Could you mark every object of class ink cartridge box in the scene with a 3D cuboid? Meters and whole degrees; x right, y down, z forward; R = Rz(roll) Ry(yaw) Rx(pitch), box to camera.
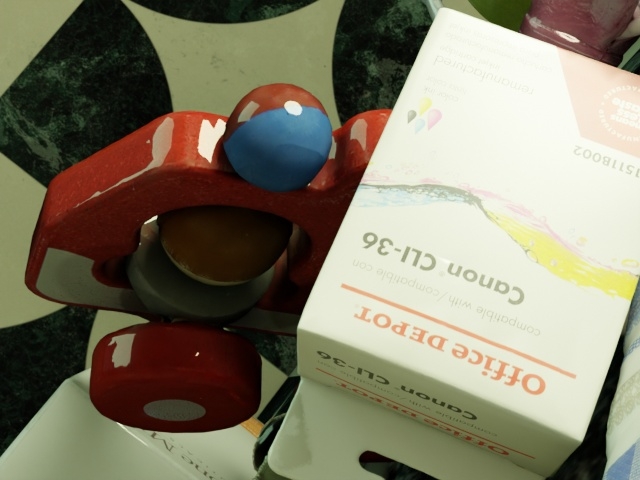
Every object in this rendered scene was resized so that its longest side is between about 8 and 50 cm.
[{"bbox_3d":[0.064,0.016,0.459,0.067,0.115,0.198,91,-158,-67],"label":"ink cartridge box"}]

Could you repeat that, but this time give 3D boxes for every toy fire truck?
[{"bbox_3d":[0.000,0.000,0.634,0.254,0.302,0.169,129,147,-55],"label":"toy fire truck"}]

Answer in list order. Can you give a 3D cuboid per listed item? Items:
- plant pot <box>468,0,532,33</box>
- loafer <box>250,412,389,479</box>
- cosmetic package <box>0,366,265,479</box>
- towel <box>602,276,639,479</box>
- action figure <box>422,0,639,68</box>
[{"bbox_3d":[0.316,-0.422,1.315,0.366,0.366,0.353,-52,-12,-37],"label":"plant pot"},{"bbox_3d":[0.003,0.151,0.854,0.094,0.087,0.251,-52,0,4],"label":"loafer"},{"bbox_3d":[-0.144,0.228,1.024,0.161,0.230,0.453,-51,1,-1],"label":"cosmetic package"},{"bbox_3d":[0.170,-0.020,0.394,0.209,0.034,0.285,-53,0,33],"label":"towel"},{"bbox_3d":[0.242,-0.175,1.044,0.276,0.248,0.370,51,123,47],"label":"action figure"}]
